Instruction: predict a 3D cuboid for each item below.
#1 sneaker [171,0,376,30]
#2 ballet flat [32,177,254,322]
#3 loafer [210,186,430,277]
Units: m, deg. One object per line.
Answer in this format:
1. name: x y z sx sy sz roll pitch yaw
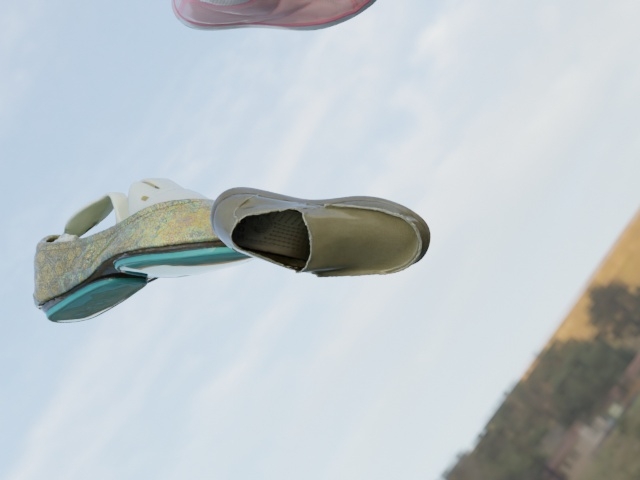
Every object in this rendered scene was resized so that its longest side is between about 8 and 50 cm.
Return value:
1. sneaker: -0.023 -0.161 0.968 0.134 0.051 0.070 -8 -17 -8
2. ballet flat: -0.187 -0.003 1.651 0.348 0.123 0.123 -20 11 46
3. loafer: 0.000 0.000 1.059 0.050 0.148 0.056 -93 8 -66
